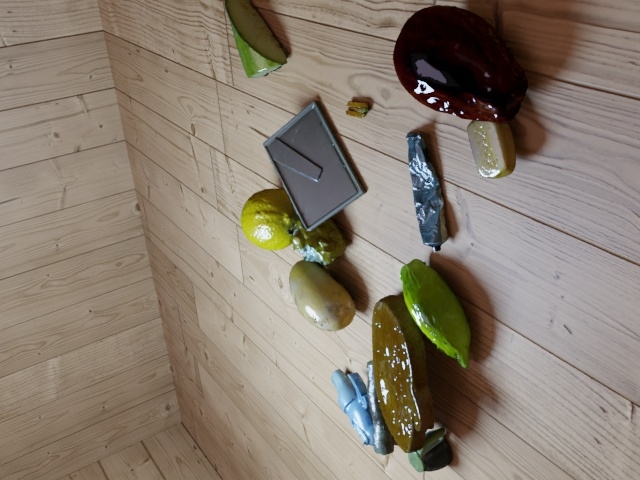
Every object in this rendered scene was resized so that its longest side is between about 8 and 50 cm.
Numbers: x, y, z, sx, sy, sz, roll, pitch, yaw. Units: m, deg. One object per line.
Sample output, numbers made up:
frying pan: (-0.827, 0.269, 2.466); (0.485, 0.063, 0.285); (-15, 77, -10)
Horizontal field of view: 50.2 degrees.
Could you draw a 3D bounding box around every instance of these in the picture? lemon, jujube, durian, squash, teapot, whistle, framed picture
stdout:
lemon: (-0.131, -0.061, 1.894); (0.180, 0.180, 0.193); (62, 152, 14)
jujube: (0.232, -0.286, 1.127); (0.236, 0.168, 0.168); (41, 142, 24)
durian: (0.249, 0.151, 1.444); (0.250, 0.101, 0.139); (58, -175, 22)
squash: (-0.181, -0.550, 1.742); (0.169, 0.093, 0.252); (1, 109, 62)
teapot: (0.257, 0.509, 1.662); (0.092, 0.091, 0.124); (15, 121, 55)
whistle: (0.111, 0.470, 1.912); (0.269, 0.093, 0.180); (55, 155, 37)
framed picture: (-0.021, -0.181, 1.682); (0.192, 0.018, 0.265); (-33, 77, 29)

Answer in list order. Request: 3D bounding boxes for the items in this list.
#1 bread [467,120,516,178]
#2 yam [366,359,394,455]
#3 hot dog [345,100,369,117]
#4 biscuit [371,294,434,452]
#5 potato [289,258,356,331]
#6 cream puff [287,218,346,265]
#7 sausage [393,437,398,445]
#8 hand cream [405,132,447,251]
bread: (0.303, -0.165, 1.181); (0.082, 0.056, 0.115); (-23, 82, 58)
yam: (0.154, 0.433, 1.788); (0.061, 0.061, 0.253); (2, 99, 60)
hot dog: (0.084, -0.292, 1.521); (0.083, 0.021, 0.037); (30, 112, 54)
biscuit: (0.195, 0.316, 1.585); (0.314, 0.063, 0.367); (-128, 32, -62)
potato: (-0.004, 0.143, 1.815); (0.234, 0.146, 0.150); (45, 155, 39)
cream puff: (0.001, 0.000, 1.770); (0.156, 0.156, 0.121); (-9, 57, 62)
sausage: (0.206, 0.510, 1.814); (0.034, 0.034, 0.083); (43, 140, 40)
hand cream: (0.210, -0.097, 1.392); (0.075, 0.052, 0.248); (0, 108, 60)
